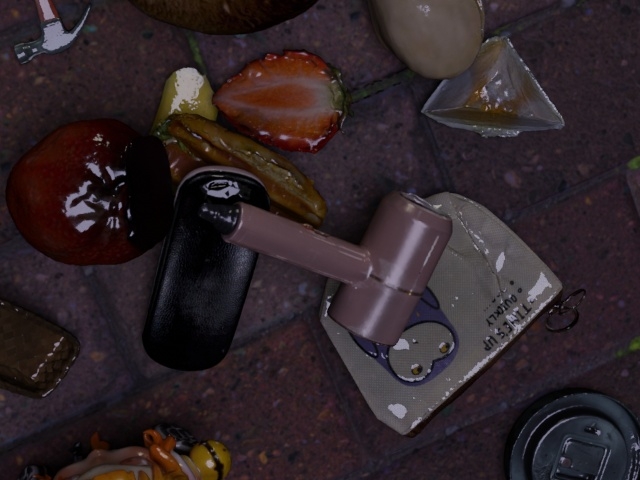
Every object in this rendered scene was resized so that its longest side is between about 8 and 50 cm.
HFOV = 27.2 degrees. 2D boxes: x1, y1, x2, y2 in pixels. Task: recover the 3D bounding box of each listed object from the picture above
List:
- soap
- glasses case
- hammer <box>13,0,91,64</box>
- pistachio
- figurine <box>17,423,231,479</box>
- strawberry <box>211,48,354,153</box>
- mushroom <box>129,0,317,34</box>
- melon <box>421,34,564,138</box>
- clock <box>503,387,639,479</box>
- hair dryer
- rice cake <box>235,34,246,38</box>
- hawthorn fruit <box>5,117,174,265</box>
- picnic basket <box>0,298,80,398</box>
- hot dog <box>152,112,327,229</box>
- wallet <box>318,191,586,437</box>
[{"bbox_3d":[-0.179,-0.142,1.735,0.089,0.033,0.169,16,98,-23],"label":"soap"},{"bbox_3d":[-0.150,0.042,1.713,0.122,0.075,0.314,8,123,-14],"label":"glasses case"},{"bbox_3d":[-0.372,-0.373,1.652,0.111,0.033,0.288,-20,104,-6],"label":"hammer"},{"bbox_3d":[0.131,-0.309,1.711,0.152,0.126,0.223,-11,119,33],"label":"pistachio"},{"bbox_3d":[-0.255,0.354,1.667,0.320,0.323,0.196,-18,103,-7],"label":"figurine"},{"bbox_3d":[-0.049,-0.170,1.723,0.187,0.082,0.147,-1,59,-7],"label":"strawberry"},{"bbox_3d":[-0.101,-0.412,1.588,0.239,0.345,0.345,-44,112,-47],"label":"mushroom"},{"bbox_3d":[0.243,-0.208,1.782,0.202,0.093,0.140,5,92,-17],"label":"melon"},{"bbox_3d":[0.372,0.319,1.934,0.214,0.042,0.215,-2,101,-11],"label":"clock"},{"bbox_3d":[0.000,0.000,1.659,0.344,0.107,0.189,20,101,-34],"label":"hair dryer"},{"bbox_3d":[-0.049,-0.361,1.708,0.221,0.042,0.080,-42,79,0],"label":"rice cake"},{"bbox_3d":[-0.296,-0.060,1.638,0.189,0.251,0.190,-2,94,-42],"label":"hawthorn fruit"},{"bbox_3d":[-0.408,0.129,1.702,0.193,0.055,0.110,34,94,-42],"label":"picnic basket"},{"bbox_3d":[-0.103,-0.082,1.714,0.269,0.072,0.115,35,129,-30],"label":"hot dog"},{"bbox_3d":[0.165,0.094,1.829,0.335,0.068,0.275,-41,99,2],"label":"wallet"}]
